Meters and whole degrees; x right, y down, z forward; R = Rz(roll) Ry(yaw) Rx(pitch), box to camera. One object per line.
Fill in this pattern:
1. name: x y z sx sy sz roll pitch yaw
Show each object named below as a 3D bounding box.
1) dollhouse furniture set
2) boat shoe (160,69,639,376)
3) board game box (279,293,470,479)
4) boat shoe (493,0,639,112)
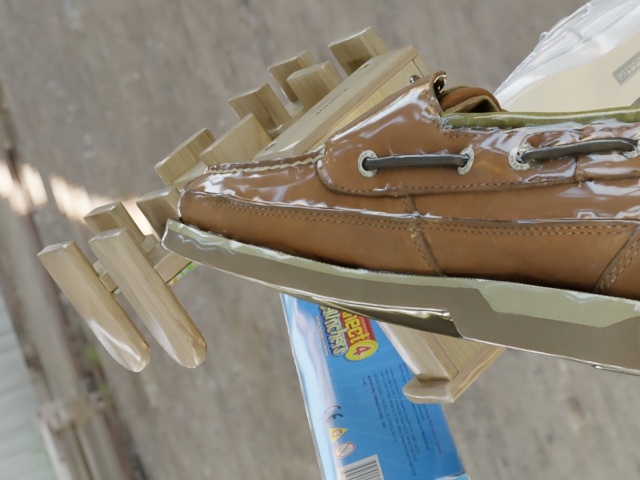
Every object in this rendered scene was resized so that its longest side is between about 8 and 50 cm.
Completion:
1. dollhouse furniture set: 0.000 0.000 1.035 0.161 0.212 0.242 55 152 -14
2. boat shoe: 0.057 -0.013 0.736 0.307 0.111 0.104 10 86 44
3. board game box: 0.074 0.206 1.235 0.308 0.086 0.302 -107 -4 -62
4. boat shoe: 0.170 -0.119 1.138 0.066 0.184 0.063 44 -170 -37
